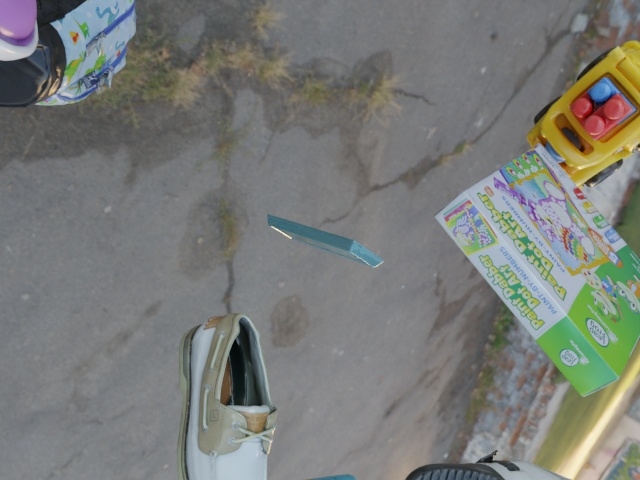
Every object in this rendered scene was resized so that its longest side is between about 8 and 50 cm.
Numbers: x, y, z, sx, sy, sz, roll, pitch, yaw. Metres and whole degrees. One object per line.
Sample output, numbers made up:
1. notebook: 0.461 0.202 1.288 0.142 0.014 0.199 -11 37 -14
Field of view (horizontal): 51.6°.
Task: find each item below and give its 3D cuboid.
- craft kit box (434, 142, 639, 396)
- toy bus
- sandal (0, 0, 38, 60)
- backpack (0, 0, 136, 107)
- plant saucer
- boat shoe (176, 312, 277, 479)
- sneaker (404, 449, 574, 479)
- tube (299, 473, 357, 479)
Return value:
1. craft kit box: 0.281 0.017 0.785 0.246 0.250 0.061 -31 169 -46
2. toy bus: 0.392 -0.168 0.951 0.220 0.149 0.211 -45 167 35
3. sandal: -0.222 -0.306 0.337 0.169 0.102 0.417 -66 139 -77
4. backpack: -0.437 -0.342 1.025 0.273 0.290 0.356 88 16 -51
5. plant saucer: 0.000 0.000 0.912 0.067 0.192 0.018 33 81 -41
6. boat shoe: -0.116 0.240 0.857 0.103 0.302 0.113 -31 152 35
7. sneaker: 0.236 0.346 0.869 0.330 0.146 0.123 19 94 -18
8. tube: -0.069 0.194 0.446 0.207 0.080 0.052 4 79 -26
